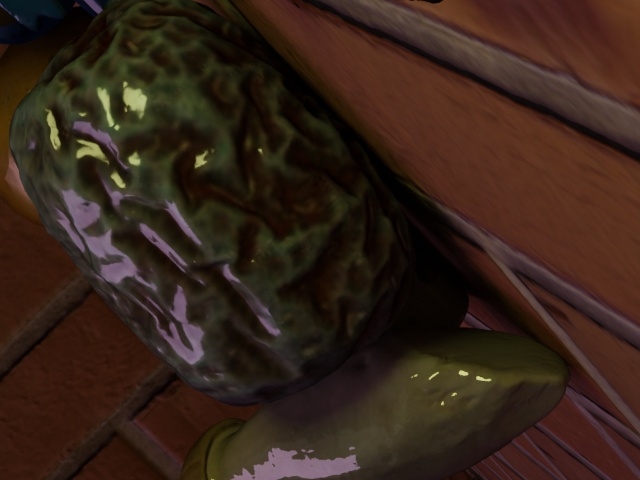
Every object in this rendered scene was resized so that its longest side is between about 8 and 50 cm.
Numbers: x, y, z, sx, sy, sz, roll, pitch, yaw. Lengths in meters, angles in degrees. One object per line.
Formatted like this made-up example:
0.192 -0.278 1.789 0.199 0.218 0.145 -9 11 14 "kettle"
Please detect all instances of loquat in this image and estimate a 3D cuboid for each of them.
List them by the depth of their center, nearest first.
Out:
-0.221 -0.117 1.732 0.235 0.235 0.235 45 176 4 "loquat"

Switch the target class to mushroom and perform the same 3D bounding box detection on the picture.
0.034 0.145 1.389 0.128 0.350 0.128 32 -135 -39 "mushroom"

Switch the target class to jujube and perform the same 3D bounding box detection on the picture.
-0.078 -0.030 1.283 0.317 0.226 0.226 52 174 -13 "jujube"

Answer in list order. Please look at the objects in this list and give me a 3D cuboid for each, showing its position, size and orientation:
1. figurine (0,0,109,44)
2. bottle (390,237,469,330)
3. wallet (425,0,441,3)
-0.316 -0.249 1.497 0.416 0.298 0.243 65 -166 -71 "figurine"
0.000 0.000 1.460 0.253 0.120 0.120 46 176 -11 "bottle"
-0.038 -0.184 0.625 0.250 0.044 0.149 46 180 -11 "wallet"
